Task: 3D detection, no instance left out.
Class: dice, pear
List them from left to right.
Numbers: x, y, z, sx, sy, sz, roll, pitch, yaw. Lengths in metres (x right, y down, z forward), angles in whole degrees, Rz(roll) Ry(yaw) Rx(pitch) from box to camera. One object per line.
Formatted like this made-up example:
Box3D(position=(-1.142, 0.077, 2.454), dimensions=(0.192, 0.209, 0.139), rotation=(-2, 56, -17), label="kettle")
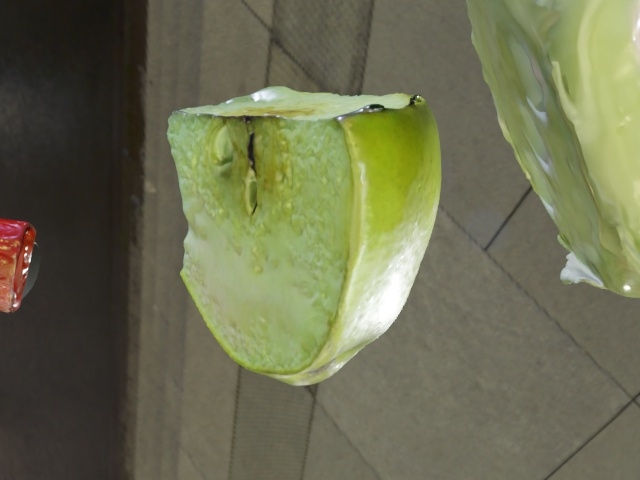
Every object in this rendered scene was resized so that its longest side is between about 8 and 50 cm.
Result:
Box3D(position=(0.000, 0.000, 0.798), dimensions=(0.287, 0.176, 0.281), rotation=(11, 108, 48), label="pear")
Box3D(position=(0.251, -0.121, 0.580), dimensions=(0.252, 0.255, 0.249), rotation=(-97, -12, -73), label="dice")

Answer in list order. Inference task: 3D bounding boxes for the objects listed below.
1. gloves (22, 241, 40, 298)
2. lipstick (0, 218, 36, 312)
Box3D(position=(-0.418, 0.009, 0.907), dimensions=(0.212, 0.127, 0.111), rotation=(11, 141, 9), label="gloves")
Box3D(position=(-0.355, 0.001, 0.620), dimensions=(0.073, 0.280, 0.073), rotation=(-171, 90, -79), label="lipstick")
